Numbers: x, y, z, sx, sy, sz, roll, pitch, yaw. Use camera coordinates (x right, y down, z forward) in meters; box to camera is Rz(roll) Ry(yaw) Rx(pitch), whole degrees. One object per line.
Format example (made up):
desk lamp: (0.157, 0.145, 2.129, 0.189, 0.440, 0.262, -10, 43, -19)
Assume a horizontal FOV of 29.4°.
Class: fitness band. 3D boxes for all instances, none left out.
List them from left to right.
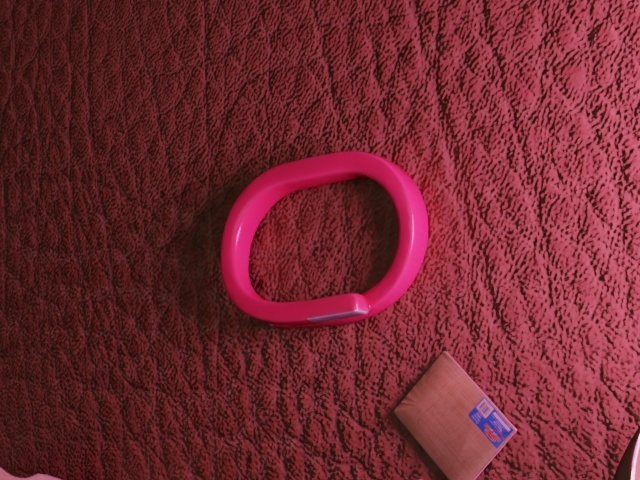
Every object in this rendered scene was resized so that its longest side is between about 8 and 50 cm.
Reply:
fitness band: (0.000, 0.000, 1.498, 0.290, 0.054, 0.209, -9, 72, 35)

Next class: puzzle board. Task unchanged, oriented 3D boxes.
puzzle board: (0.149, 0.201, 1.359, 0.096, 0.011, 0.128, -52, 55, 15)

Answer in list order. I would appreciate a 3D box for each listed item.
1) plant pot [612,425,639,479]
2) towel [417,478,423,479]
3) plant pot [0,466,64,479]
plant pot: (0.356, 0.279, 1.045, 0.191, 0.284, 0.284, 114, 139, -53)
towel: (0.072, 0.462, 1.220, 0.374, 0.090, 0.320, -38, 58, -8)
plant pot: (-0.440, 0.463, 1.587, 0.333, 0.334, 0.306, -13, 61, 35)
